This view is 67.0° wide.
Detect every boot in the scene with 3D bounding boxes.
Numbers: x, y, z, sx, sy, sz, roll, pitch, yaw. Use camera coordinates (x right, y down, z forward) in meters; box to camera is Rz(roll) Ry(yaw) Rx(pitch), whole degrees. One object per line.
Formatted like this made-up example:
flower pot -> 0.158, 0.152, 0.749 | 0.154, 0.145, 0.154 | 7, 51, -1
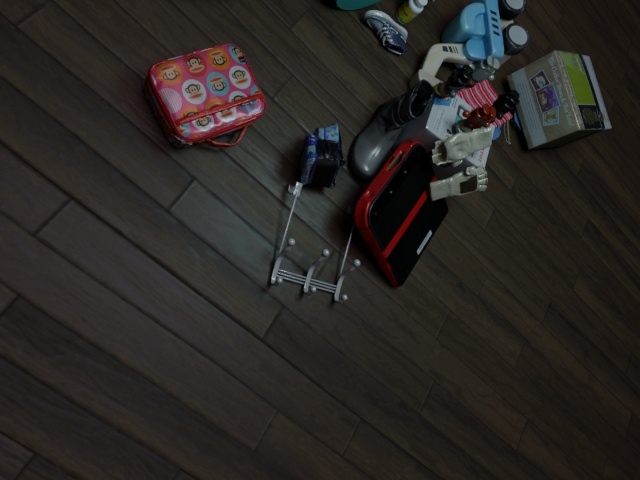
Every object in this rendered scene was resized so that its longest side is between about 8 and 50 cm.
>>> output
boot -> 0.232, -0.733, 1.709 | 0.190, 0.069, 0.086 | 16, 70, -28
boot -> 0.227, -0.361, 1.546 | 0.118, 0.223, 0.338 | 32, 67, -22

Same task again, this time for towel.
towel -> 0.614, -0.512, 1.873 | 0.275, 0.031, 0.199 | -30, 85, -29

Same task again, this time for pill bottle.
pill bottle -> 0.333, -0.846, 1.761 | 0.065, 0.116, 0.065 | 6, 77, -29

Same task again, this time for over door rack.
over door rack -> 0.000, 0.000, 1.417 | 0.239, 0.108, 0.324 | 19, 72, -26

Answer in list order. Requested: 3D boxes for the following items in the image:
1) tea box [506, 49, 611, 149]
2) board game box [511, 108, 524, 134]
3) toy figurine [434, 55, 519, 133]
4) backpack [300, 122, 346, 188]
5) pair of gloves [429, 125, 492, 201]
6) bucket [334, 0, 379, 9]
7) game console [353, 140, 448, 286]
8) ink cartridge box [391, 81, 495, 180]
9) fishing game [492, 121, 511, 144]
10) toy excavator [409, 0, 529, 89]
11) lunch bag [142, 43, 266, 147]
tea box -> 0.986, -0.571, 1.997 | 0.324, 0.220, 0.329 | -10, 84, -39
board game box -> 0.856, -0.485, 2.040 | 0.168, 0.033, 0.133 | 53, 54, -14
toy figurine -> 0.494, -0.456, 1.538 | 0.213, 0.148, 0.209 | -32, 90, -28
backpack -> 0.003, -0.263, 1.446 | 0.117, 0.158, 0.173 | 5, 64, -11
pair of gloves -> 0.448, -0.237, 1.543 | 0.204, 0.042, 0.240 | -13, 130, -9
bucket -> 0.134, -0.899, 1.576 | 0.281, 0.281, 0.183 | -18, 91, -31
game console -> 0.272, -0.094, 1.568 | 0.386, 0.060, 0.342 | -52, 130, -26
ink cartridge box -> 0.421, -0.357, 1.670 | 0.270, 0.197, 0.198 | 29, 68, -22
fishing game -> 0.637, -0.477, 1.910 | 0.264, 0.041, 0.189 | 9, 68, -22
toy excavator -> 0.534, -0.726, 1.828 | 0.445, 0.222, 0.432 | -1, 81, -16
lunch bag -> -0.303, -0.374, 1.317 | 0.293, 0.120, 0.258 | -30, 100, -29
